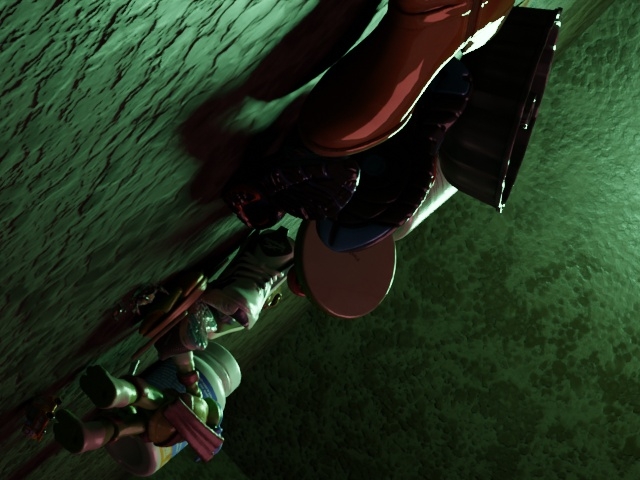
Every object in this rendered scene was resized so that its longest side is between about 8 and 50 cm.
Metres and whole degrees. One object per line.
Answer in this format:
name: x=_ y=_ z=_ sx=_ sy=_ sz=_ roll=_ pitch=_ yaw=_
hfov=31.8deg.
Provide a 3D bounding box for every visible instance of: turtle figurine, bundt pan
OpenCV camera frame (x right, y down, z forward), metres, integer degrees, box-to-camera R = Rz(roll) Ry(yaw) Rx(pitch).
turtle figurine: x=-0.281 y=0.218 z=1.699 sx=0.197 sy=0.275 sz=0.266 roll=-21 pitch=166 yaw=31
bundt pan: x=0.274 y=-0.220 z=1.768 sx=0.331 sy=0.124 sz=0.331 roll=18 pitch=90 yaw=-77

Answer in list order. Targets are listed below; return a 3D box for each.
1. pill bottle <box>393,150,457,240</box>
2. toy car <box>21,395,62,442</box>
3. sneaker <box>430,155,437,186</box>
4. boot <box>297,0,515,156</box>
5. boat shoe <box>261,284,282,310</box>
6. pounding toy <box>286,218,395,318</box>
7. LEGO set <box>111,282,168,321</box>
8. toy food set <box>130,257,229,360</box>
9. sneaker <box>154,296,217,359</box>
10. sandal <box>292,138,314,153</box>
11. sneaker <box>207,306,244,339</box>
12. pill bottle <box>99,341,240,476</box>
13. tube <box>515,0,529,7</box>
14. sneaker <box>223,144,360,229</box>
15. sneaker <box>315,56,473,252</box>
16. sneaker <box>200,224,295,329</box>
pill bottle: x=0.168 y=-0.133 z=1.933 sx=0.283 sy=0.160 sz=0.160 roll=-39 pitch=173 yaw=-38
toy car: x=-0.379 y=0.243 z=1.477 sx=0.122 sy=0.040 sz=0.060 roll=-52 pitch=-169 yaw=43
sneaker: x=0.092 y=-0.097 z=1.743 sx=0.221 sy=0.128 sz=0.087 roll=-52 pitch=152 yaw=20
boot: x=0.089 y=-0.210 z=1.124 sx=0.283 sy=0.109 sz=0.220 roll=-32 pitch=166 yaw=-6
boat shoe: x=-0.112 y=0.112 z=2.296 sx=0.064 sy=0.060 sz=0.178 roll=-45 pitch=174 yaw=11
pounding toy: x=0.000 y=0.000 z=1.654 sx=0.183 sy=0.237 sz=0.110 roll=-32 pitch=-162 yaw=-37
LEGO set: x=-0.228 y=0.072 z=1.407 sx=0.054 sy=0.023 sz=0.083 roll=-49 pitch=160 yaw=26
toy food set: x=-0.207 y=0.084 z=1.581 sx=0.132 sy=0.038 sz=0.192 roll=-40 pitch=-173 yaw=25
sneaker: x=-0.200 y=0.128 z=1.633 sx=0.076 sy=0.065 sz=0.166 roll=-26 pitch=-174 yaw=9
sandal: x=-0.010 y=-0.114 z=1.435 sx=0.097 sy=0.054 sz=0.254 roll=-35 pitch=-178 yaw=-14
sneaker: x=-0.149 y=0.124 z=2.088 sx=0.086 sy=0.064 sz=0.192 roll=-41 pitch=173 yaw=28
pill bottle: x=-0.277 y=0.308 z=2.127 sx=0.272 sy=0.152 sz=0.152 roll=-37 pitch=172 yaw=-41
tube: x=0.297 y=-0.331 z=1.947 sx=0.240 sy=0.062 sz=0.070 roll=115 pitch=-21 yaw=-63
sneaker: x=-0.030 y=-0.075 z=1.278 sx=0.221 sy=0.083 sz=0.087 roll=-6 pitch=-135 yaw=53
sneaker: x=0.103 y=-0.108 z=1.590 sx=0.341 sy=0.125 sz=0.140 roll=-54 pitch=179 yaw=-23
sneaker: x=-0.097 y=0.044 z=1.688 sx=0.153 sy=0.094 sz=0.235 roll=-58 pitch=174 yaw=1
